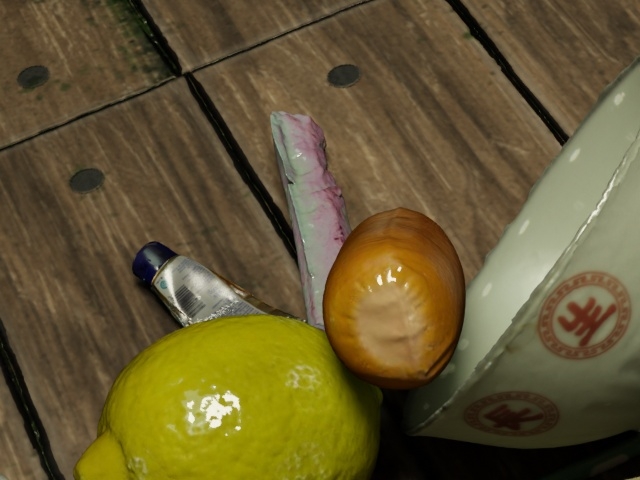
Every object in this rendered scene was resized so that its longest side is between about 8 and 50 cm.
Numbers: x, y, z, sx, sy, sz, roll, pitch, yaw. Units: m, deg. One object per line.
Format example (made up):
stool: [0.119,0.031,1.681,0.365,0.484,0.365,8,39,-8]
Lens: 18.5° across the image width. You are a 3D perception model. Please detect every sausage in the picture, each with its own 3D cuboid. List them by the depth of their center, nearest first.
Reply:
sausage: [0.054,0.037,1.396,0.105,0.105,0.274,-9,7,5]

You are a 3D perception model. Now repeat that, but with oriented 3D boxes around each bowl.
bowl: [0.211,0.037,1.388,0.157,0.337,0.337,35,55,-2]

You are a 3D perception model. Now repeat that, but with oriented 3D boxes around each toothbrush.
toothbrush: [0.138,0.184,1.404,0.257,0.018,0.024,-22,48,-9]

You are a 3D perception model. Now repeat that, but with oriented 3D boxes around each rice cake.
rice cake: [0.001,0.001,1.577,0.051,0.081,0.290,-23,44,11]

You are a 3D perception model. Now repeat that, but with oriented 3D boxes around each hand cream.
hand cream: [-0.084,0.052,1.580,0.163,0.039,0.062,32,58,29]

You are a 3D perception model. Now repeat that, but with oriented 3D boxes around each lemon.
lemon: [-0.052,0.141,1.376,0.248,0.184,0.184,-16,41,-31]

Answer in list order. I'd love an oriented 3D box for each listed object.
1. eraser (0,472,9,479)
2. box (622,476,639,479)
eraser: [-0.260,0.269,1.359,0.061,0.089,0.352,-44,33,31]
box: [0.163,0.212,1.358,0.149,0.020,0.073,-11,60,2]
